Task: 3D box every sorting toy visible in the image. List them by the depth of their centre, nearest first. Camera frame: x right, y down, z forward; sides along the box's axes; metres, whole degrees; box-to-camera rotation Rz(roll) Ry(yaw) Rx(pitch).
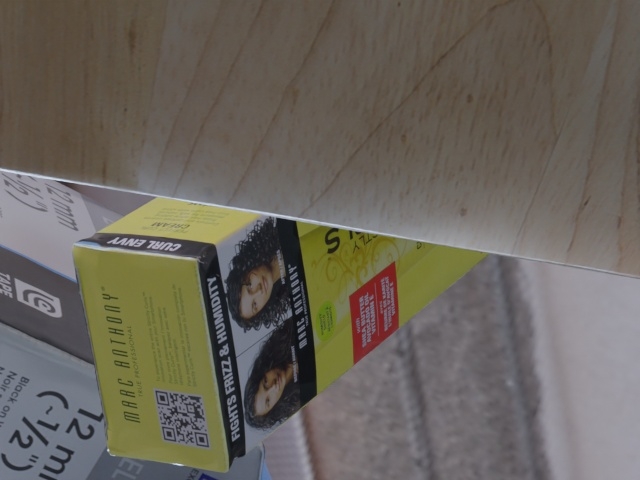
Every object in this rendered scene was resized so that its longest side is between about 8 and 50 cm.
[{"bbox_3d":[0.027,-0.121,0.339,0.255,0.089,0.257,10,-44,-6],"label":"sorting toy"}]

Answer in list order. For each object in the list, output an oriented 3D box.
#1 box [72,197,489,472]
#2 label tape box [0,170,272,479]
[{"bbox_3d":[0.000,0.000,0.706,0.232,0.058,0.087,-34,-57,-52],"label":"box"},{"bbox_3d":[-0.127,0.062,0.910,0.347,0.249,0.115,25,-76,-23],"label":"label tape box"}]
